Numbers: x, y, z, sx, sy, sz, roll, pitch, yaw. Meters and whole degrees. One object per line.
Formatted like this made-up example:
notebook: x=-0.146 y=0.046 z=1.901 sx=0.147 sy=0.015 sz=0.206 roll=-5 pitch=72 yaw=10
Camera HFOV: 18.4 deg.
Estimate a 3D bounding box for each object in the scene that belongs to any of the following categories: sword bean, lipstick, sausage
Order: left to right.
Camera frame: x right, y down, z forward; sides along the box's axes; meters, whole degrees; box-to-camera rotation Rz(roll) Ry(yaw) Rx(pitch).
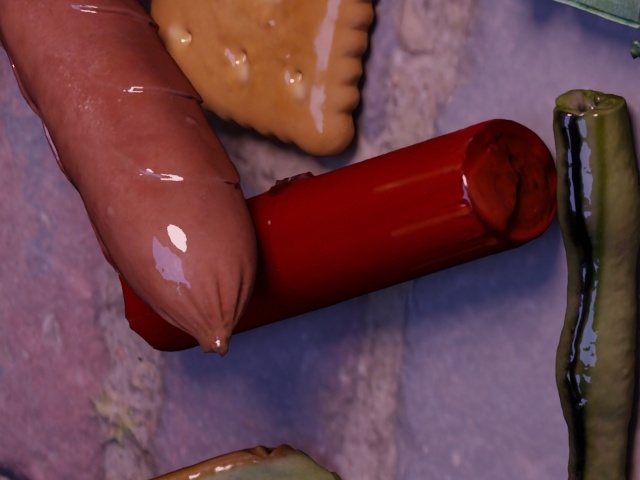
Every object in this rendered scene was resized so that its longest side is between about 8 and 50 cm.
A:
sausage: x=-0.135 y=-0.108 z=1.085 sx=0.433 sy=0.088 sz=0.088 roll=58 pitch=132 yaw=33
lipstick: x=0.001 y=0.000 z=1.025 sx=0.279 sy=0.073 sz=0.073 roll=-18 pitch=87 yaw=45
sword bean: x=0.128 y=0.063 z=0.940 sx=0.043 sy=0.038 sz=0.269 roll=11 pitch=108 yaw=36

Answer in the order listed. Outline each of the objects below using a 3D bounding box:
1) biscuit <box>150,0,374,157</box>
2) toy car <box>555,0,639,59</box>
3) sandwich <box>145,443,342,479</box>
biscuit: x=-0.030 y=-0.179 z=1.042 sx=0.160 sy=0.030 sz=0.250 roll=24 pitch=115 yaw=38
toy car: x=0.138 y=-0.137 z=0.871 sx=0.186 sy=0.058 sz=0.093 roll=31 pitch=120 yaw=49
sandwich: x=-0.111 y=0.222 z=1.091 sx=0.227 sy=0.198 sz=0.155 roll=-31 pitch=77 yaw=44
